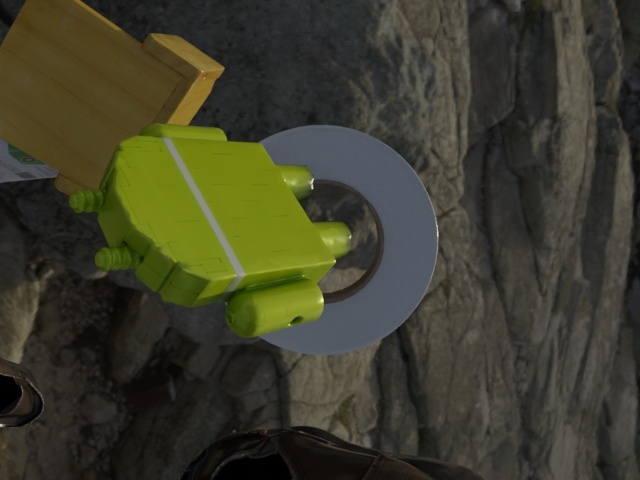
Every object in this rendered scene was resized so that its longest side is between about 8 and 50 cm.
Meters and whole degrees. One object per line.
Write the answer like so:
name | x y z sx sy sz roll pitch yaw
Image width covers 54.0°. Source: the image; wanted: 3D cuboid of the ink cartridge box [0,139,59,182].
ink cartridge box | -0.683 -0.196 1.293 0.278 0.201 0.117 -7 82 -5

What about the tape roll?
tape roll | 0.000 0.000 1.066 0.072 0.392 0.391 -72 166 -84

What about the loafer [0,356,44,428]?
loafer | -0.401 0.191 0.771 0.080 0.078 0.220 -38 153 -18

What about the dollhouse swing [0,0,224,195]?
dollhouse swing | -0.436 -0.292 1.259 0.305 0.315 0.347 36 105 -8

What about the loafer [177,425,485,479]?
loafer | -0.042 0.182 0.429 0.130 0.366 0.133 19 63 -24

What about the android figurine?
android figurine | -0.095 -0.021 0.600 0.273 0.248 0.056 -9 148 -46
